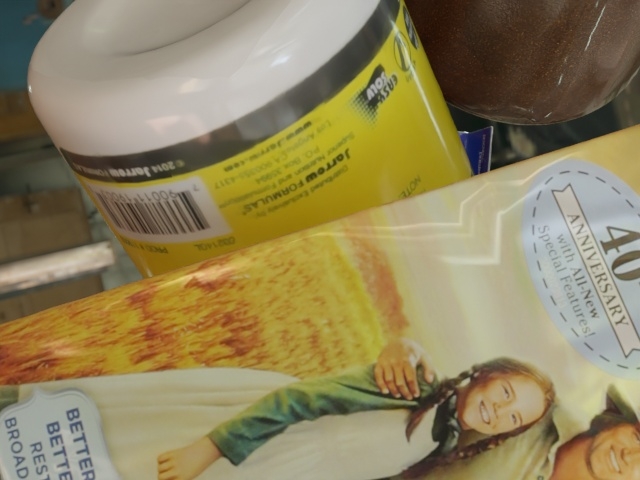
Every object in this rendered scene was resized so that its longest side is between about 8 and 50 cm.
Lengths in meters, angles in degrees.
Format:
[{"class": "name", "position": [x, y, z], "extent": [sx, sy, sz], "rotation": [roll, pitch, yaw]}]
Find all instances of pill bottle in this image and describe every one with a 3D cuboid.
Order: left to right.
[{"class": "pill bottle", "position": [0.000, 0.000, 0.658], "extent": [0.334, 0.188, 0.188], "rotation": [62, -3, -34]}]

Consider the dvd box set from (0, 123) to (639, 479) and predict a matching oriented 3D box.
[{"class": "dvd box set", "position": [0.076, 0.128, 0.473], "extent": [0.062, 0.420, 0.307], "rotation": [80, -7, -74]}]

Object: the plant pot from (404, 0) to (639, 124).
[{"class": "plant pot", "position": [0.153, -0.220, 0.728], "extent": [0.230, 0.215, 0.215], "rotation": [116, -41, -65]}]

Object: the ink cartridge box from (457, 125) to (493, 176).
[{"class": "ink cartridge box", "position": [0.074, -0.031, 1.346], "extent": [0.333, 0.065, 0.165], "rotation": [-14, -112, 62]}]
